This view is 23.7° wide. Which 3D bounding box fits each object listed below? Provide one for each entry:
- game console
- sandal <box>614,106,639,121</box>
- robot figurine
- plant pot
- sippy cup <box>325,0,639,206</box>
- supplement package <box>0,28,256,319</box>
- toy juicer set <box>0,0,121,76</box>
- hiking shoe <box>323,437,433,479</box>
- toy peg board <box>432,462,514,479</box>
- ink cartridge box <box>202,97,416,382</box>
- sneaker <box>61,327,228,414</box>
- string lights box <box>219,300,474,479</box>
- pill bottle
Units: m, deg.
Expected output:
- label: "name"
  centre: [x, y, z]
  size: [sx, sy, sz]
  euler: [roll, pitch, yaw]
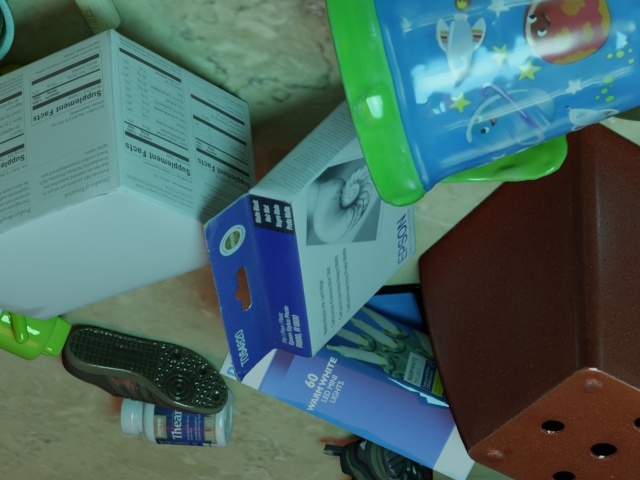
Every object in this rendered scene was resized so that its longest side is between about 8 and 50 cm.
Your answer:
- label: "game console"
  centre: [0.058, 0.108, 1.575]
  size: [0.122, 0.107, 0.071]
  euler: [-5, 168, 16]
- label: "sandal"
  centre: [0.310, -0.122, 1.284]
  size: [0.180, 0.049, 0.072]
  euler: [18, 135, 11]
- label: "robot figurine"
  centre: [-0.325, 0.084, 1.615]
  size: [0.115, 0.067, 0.101]
  euler: [27, 166, -22]
- label: "plant pot"
  centre: [0.258, 0.098, 1.399]
  size: [0.267, 0.236, 0.267]
  euler: [26, 137, -19]
- label: "sippy cup"
  centre: [0.131, -0.163, 1.146]
  size: [0.224, 0.240, 0.305]
  euler: [-12, 180, 8]
- label: "supplement package"
  centre: [-0.216, -0.046, 1.335]
  size: [0.261, 0.145, 0.204]
  euler: [-17, 158, 28]
- label: "toy juicer set"
  centre: [-0.298, -0.174, 1.294]
  size: [0.329, 0.089, 0.209]
  euler: [-22, 130, 31]
- label: "hiking shoe"
  centre: [0.094, 0.299, 1.795]
  size: [0.114, 0.086, 0.227]
  euler: [-3, 134, 34]
- label: "toy peg board"
  centre: [0.216, 0.301, 1.713]
  size: [0.161, 0.161, 0.079]
  euler: [-13, 151, 24]
- label: "ink cartridge box"
  centre: [0.000, 0.000, 1.354]
  size: [0.045, 0.224, 0.223]
  euler: [31, 149, 28]
- label: "sneaker"
  centre: [-0.194, 0.148, 1.681]
  size: [0.188, 0.066, 0.071]
  euler: [23, 150, -5]
- label: "string lights box"
  centre: [0.043, 0.129, 1.502]
  size: [0.259, 0.133, 0.077]
  euler: [24, 112, 0]
- label: "pill bottle"
  centre: [-0.161, 0.197, 1.718]
  size: [0.120, 0.067, 0.067]
  euler: [2, 139, 8]
